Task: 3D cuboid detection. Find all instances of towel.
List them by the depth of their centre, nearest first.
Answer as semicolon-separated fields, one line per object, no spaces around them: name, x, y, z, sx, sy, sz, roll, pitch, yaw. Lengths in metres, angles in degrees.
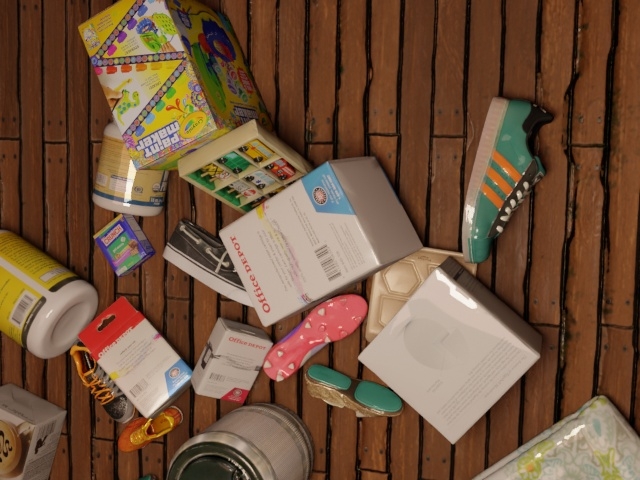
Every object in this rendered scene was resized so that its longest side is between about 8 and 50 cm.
towel;0.455;0.508;1.342;0.374;0.090;0.320;-40;82;17

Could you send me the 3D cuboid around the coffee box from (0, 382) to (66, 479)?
coffee box;-0.713;0.503;1.713;0.168;0.119;0.297;21;101;15

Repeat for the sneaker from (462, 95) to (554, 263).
sneaker;0.327;-0.099;1.319;0.121;0.108;0.302;13;93;17

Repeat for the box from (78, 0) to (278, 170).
box;-0.254;-0.287;1.408;0.177;0.290;0.279;-23;88;18

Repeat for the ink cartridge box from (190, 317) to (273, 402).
ink cartridge box;-0.180;0.242;1.518;0.109;0.063;0.150;20;103;-29

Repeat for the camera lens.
camera lens;-0.146;0.443;1.438;0.219;0.274;0.220;2;95;19

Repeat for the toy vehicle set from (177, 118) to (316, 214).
toy vehicle set;-0.117;-0.119;1.393;0.166;0.267;0.035;-25;63;19

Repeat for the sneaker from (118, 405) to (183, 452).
sneaker;-0.378;0.408;1.623;0.175;0.067;0.064;-35;85;19

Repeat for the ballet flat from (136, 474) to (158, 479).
ballet flat;-0.440;0.580;1.660;0.221;0.077;0.079;-21;107;18

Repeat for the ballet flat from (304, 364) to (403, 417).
ballet flat;0.063;0.306;1.477;0.206;0.073;0.067;21;128;18

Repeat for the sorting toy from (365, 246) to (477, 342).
sorting toy;0.191;0.112;1.429;0.193;0.038;0.208;9;102;18

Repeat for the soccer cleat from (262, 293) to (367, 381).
soccer cleat;-0.013;0.183;1.479;0.248;0.095;0.083;-41;95;9

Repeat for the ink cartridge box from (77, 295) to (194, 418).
ink cartridge box;-0.382;0.245;1.582;0.134;0.078;0.231;-42;80;-9

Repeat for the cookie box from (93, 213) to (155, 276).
cookie box;-0.422;0.009;1.618;0.092;0.040;0.107;-36;82;18

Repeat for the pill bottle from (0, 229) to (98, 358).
pill bottle;-0.665;0.095;1.629;0.334;0.188;0.188;32;103;14

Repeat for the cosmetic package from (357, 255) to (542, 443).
cosmetic package;0.232;0.189;1.333;0.224;0.138;0.224;42;109;9

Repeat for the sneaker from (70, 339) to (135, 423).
sneaker;-0.480;0.305;1.640;0.084;0.083;0.215;-32;85;16

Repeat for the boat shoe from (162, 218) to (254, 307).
boat shoe;-0.179;0.046;1.506;0.306;0.113;0.105;27;96;30

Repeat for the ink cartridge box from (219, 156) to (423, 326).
ink cartridge box;0.000;0.000;1.368;0.270;0.197;0.198;-30;83;30

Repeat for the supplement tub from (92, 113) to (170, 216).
supplement tub;-0.378;-0.160;1.535;0.144;0.144;0.200;16;99;17
